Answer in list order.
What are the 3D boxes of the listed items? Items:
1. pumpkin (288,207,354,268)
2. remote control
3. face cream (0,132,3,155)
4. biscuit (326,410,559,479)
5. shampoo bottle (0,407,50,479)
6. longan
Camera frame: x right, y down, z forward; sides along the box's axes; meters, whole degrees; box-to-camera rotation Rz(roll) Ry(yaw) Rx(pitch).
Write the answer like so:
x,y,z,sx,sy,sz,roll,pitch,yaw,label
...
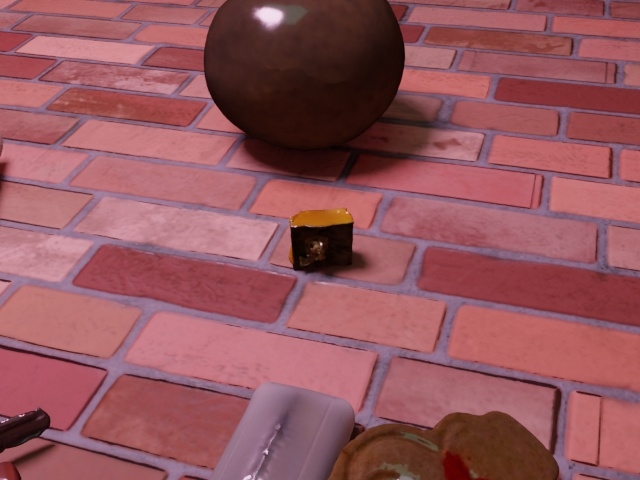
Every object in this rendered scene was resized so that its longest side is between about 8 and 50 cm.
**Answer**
x,y,z,sx,sy,sz,roll,pitch,yaw,label
0.000,0.000,0.946,0.083,0.074,0.054,-4,43,0,pumpkin
-0.065,0.243,0.655,0.109,0.055,0.313,10,40,17,remote control
-0.503,-0.054,1.032,0.102,0.102,0.345,-9,37,-7,face cream
0.068,0.236,0.629,0.320,0.047,0.183,-6,44,-17,biscuit
-0.275,0.261,0.634,0.153,0.071,0.284,-12,40,-10,shampoo bottle
-0.028,-0.267,1.129,0.297,0.297,0.297,-2,38,2,longan
